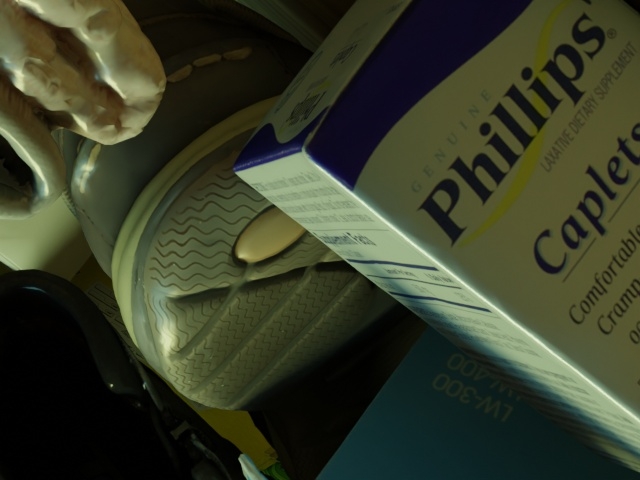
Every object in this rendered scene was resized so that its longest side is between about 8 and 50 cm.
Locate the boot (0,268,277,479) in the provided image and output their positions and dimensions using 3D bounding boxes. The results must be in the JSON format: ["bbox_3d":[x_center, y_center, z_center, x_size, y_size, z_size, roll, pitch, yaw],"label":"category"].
[{"bbox_3d":[-0.016,0.163,0.677,0.338,0.118,0.223,42,171,3],"label":"boot"}]

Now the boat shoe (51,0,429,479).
[{"bbox_3d":[0.000,0.000,0.684,0.130,0.132,0.355,54,178,22],"label":"boat shoe"}]

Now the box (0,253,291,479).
[{"bbox_3d":[-0.093,0.102,0.994,0.290,0.177,0.279,35,-148,22],"label":"box"}]

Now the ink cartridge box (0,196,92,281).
[{"bbox_3d":[-0.209,-0.121,0.810,0.223,0.129,0.307,35,173,21],"label":"ink cartridge box"}]

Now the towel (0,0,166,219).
[{"bbox_3d":[-0.187,-0.175,0.337,0.317,0.053,0.332,52,-175,39],"label":"towel"}]

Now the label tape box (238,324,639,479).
[{"bbox_3d":[0.139,0.123,0.602,0.249,0.115,0.347,26,169,20],"label":"label tape box"}]

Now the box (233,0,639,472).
[{"bbox_3d":[0.058,-0.005,0.451,0.137,0.072,0.126,38,174,-8],"label":"box"}]
